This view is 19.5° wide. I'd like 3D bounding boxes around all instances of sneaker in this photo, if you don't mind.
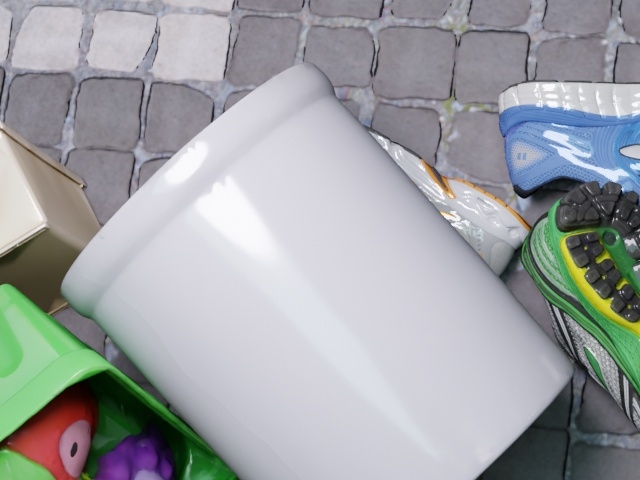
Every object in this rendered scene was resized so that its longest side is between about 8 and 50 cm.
[{"bbox_3d":[0.344,-0.086,1.876,0.330,0.130,0.147,1,92,15],"label":"sneaker"},{"bbox_3d":[0.081,-0.030,1.920,0.262,0.099,0.121,30,89,17],"label":"sneaker"},{"bbox_3d":[0.322,0.106,1.831,0.134,0.146,0.344,-28,86,-25],"label":"sneaker"}]

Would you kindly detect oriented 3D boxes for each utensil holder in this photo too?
[{"bbox_3d":[0.004,0.080,1.764,0.327,0.327,0.385,-43,87,0],"label":"utensil holder"}]

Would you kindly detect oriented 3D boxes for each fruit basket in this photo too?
[{"bbox_3d":[-0.229,0.275,1.771,0.283,0.392,0.392,-39,73,1],"label":"fruit basket"}]

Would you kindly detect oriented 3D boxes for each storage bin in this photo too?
[{"bbox_3d":[-0.368,0.023,1.913,0.260,0.262,0.123,-31,75,4],"label":"storage bin"}]
